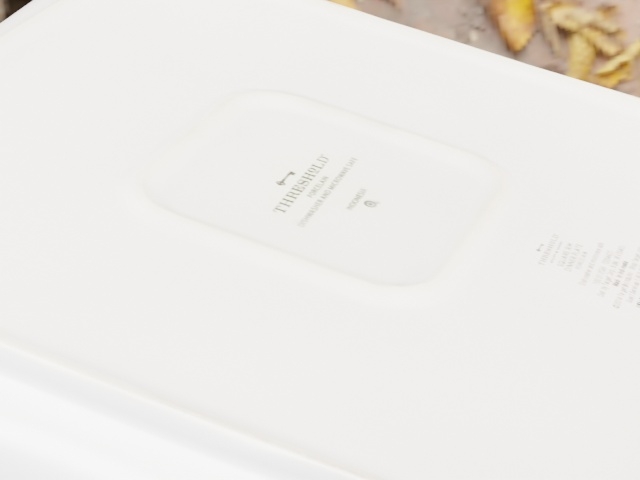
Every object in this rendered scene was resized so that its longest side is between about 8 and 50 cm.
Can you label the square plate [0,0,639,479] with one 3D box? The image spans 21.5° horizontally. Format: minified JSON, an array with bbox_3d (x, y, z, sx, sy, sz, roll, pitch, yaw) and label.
[{"bbox_3d":[0.000,0.000,0.532,0.344,0.347,0.049,19,122,15],"label":"square plate"}]
